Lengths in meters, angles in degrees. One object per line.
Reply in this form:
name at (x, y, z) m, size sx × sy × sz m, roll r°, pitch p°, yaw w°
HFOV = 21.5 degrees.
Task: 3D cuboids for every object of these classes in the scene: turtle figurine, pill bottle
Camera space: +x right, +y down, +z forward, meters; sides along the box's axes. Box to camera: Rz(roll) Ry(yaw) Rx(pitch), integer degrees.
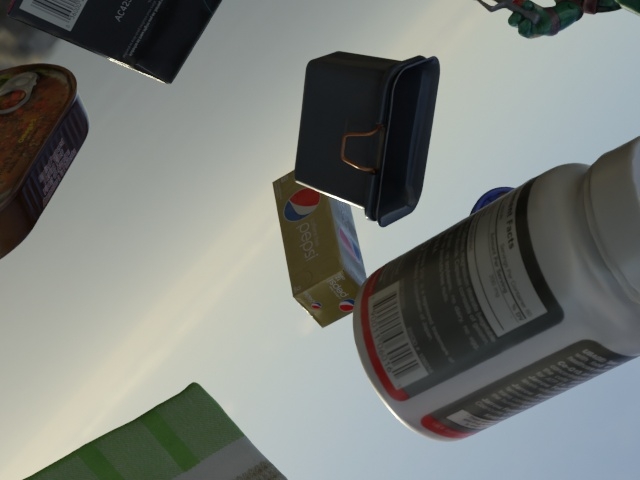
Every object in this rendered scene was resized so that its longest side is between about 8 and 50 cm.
turtle figurine at (0.235, -0.239, 1.409) m, size 0.118 × 0.234 × 0.175 m, roll 8°, pitch 100°, yaw -74°
pill bottle at (0.176, 0.038, 1.327) m, size 0.283 × 0.161 × 0.161 m, roll -31°, pitch -169°, yaw 36°

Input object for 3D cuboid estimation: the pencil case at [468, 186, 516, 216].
pencil case at (0.156, 0.060, 1.743) m, size 0.133 × 0.119 × 0.306 m, roll -46°, pitch 175°, yaw -35°

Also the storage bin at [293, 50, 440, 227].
storage bin at (0.030, -0.088, 1.365) m, size 0.098 × 0.091 × 0.135 m, roll -28°, pitch 129°, yaw -56°

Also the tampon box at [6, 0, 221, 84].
tampon box at (-0.103, -0.192, 0.965) m, size 0.120 × 0.101 × 0.161 m, roll -56°, pitch -158°, yaw 30°

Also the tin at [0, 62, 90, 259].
tin at (-0.209, -0.043, 1.031) m, size 0.106 × 0.040 × 0.189 m, roll -1°, pitch -141°, yaw 20°

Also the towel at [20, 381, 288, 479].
towel at (-0.040, 0.132, 0.613) m, size 0.113 × 0.152 × 0.023 m, roll -26°, pitch 156°, yaw -38°

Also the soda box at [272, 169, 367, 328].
soda box at (0.000, 0.000, 1.707) m, size 0.061 × 0.058 × 0.181 m, roll -29°, pitch -141°, yaw 15°
